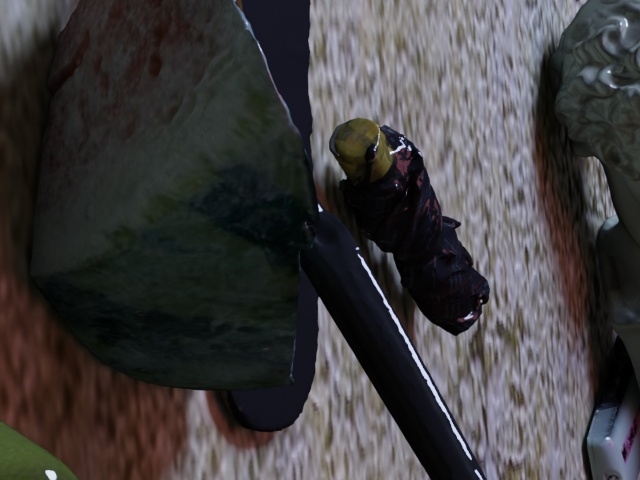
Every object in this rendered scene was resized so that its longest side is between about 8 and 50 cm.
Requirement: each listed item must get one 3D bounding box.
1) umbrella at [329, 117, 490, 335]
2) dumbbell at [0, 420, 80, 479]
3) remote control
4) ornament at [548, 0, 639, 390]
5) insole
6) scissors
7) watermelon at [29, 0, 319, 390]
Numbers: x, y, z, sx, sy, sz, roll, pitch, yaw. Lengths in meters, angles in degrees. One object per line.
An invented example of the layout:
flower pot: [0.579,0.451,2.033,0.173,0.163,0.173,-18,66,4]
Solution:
umbrella: [0.037,-0.007,0.804,0.144,0.037,0.040,56,10,-55]
dumbbell: [-0.059,0.153,0.450,0.108,0.121,0.302,-47,138,-21]
remote control: [0.196,0.100,1.211,0.166,0.029,0.065,-58,141,-55]
ornament: [0.205,-0.027,1.134,0.120,0.130,0.285,-62,149,-47]
insole: [-0.022,-0.105,0.709,0.119,0.009,0.348,11,77,-66]
scissors: [0.000,0.000,0.563,0.220,0.017,0.088,60,-17,23]
watermelon: [-0.042,-0.009,0.574,0.094,0.081,0.180,-93,-178,-47]
